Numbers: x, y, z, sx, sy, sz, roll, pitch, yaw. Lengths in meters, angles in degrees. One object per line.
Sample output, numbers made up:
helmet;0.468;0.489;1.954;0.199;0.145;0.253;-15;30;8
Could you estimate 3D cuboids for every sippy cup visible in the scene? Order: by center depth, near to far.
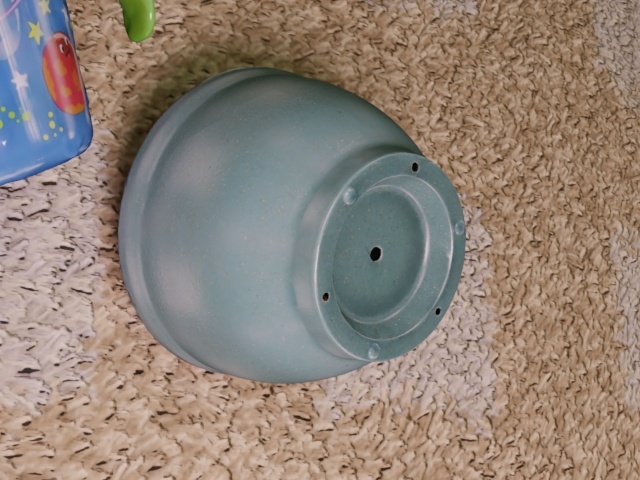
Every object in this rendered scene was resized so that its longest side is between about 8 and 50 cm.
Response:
sippy cup;-0.285;-0.147;0.717;0.306;0.240;0.224;-17;101;4

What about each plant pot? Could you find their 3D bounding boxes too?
plant pot;0.000;0.000;0.831;0.293;0.196;0.293;-11;107;-39
